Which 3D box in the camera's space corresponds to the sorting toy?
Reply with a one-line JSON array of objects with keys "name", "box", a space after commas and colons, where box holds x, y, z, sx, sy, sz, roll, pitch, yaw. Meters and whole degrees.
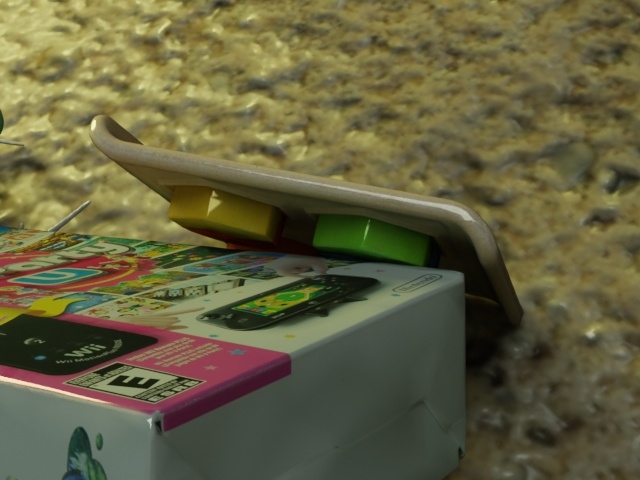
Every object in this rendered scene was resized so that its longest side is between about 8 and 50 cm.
[{"name": "sorting toy", "box": [0.000, 0.000, 0.617, 0.208, 0.193, 0.038, 16, 81, 17]}]

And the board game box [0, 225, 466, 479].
[{"name": "board game box", "box": [-0.119, 0.064, 0.517, 0.303, 0.098, 0.224, 5, 11, 32]}]

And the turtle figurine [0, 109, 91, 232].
[{"name": "turtle figurine", "box": [-0.272, -0.039, 0.726, 0.234, 0.118, 0.175, -20, 53, -1]}]
